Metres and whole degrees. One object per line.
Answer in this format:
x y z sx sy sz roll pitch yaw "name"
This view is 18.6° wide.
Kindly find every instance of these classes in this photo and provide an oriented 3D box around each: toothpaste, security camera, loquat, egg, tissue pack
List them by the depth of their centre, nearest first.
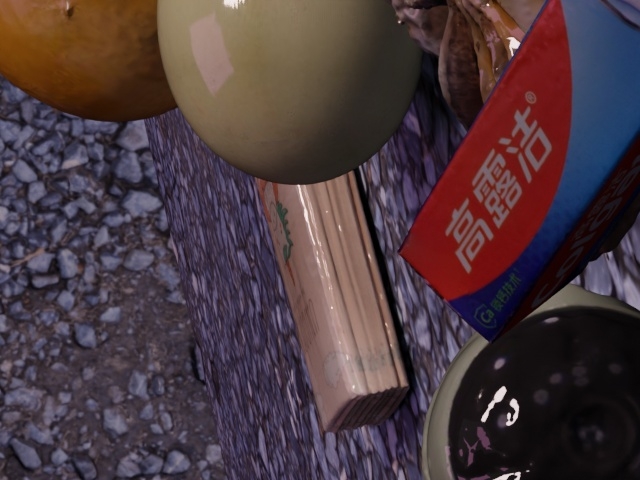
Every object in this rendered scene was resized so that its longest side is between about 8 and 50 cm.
0.126 -0.084 0.756 0.066 0.076 0.320 44 140 15 "toothpaste"
0.138 0.163 0.984 0.191 0.197 0.277 68 -164 -76 "security camera"
-0.022 -0.165 1.383 0.188 0.189 0.253 137 131 -77 "egg"
0.000 0.000 1.748 0.170 0.071 0.325 120 137 -71 "tissue pack"
-0.193 -0.271 1.808 0.328 0.328 0.328 168 90 -79 "loquat"

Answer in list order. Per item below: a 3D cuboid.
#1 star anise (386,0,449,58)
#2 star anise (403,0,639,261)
0.065 -0.213 1.222 0.208 0.063 0.171 91 164 -49 "star anise"
0.109 -0.153 0.940 0.332 0.118 0.331 165 90 -71 "star anise"
